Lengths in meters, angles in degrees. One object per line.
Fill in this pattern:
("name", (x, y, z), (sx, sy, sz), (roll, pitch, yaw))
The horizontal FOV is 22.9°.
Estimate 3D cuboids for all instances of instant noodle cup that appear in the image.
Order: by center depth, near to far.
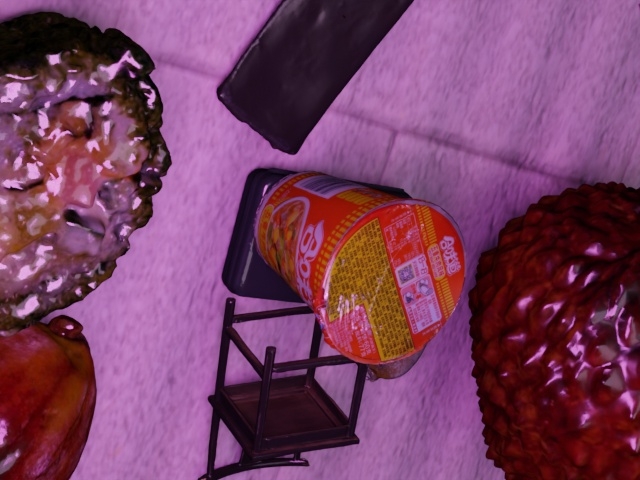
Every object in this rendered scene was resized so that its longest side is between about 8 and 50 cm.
("instant noodle cup", (0.027, 0.013, 1.765), (0.193, 0.212, 0.193), (-12, 114, -28))

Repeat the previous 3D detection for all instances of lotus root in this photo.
("lotus root", (0.105, 0.108, 1.994), (0.088, 0.088, 0.165), (36, 79, -36))

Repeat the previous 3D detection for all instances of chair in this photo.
("chair", (-0.046, 0.202, 1.876), (0.154, 0.141, 0.260), (-5, 119, -26))

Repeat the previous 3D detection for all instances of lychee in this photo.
("lychee", (0.380, 0.115, 1.968), (0.424, 0.424, 0.500), (-1, 122, -32))

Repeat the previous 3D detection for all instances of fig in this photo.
("fig", (-0.353, 0.187, 1.651), (0.263, 0.224, 0.224), (-15, 116, -36))

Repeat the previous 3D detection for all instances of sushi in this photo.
("sushi", (-0.330, -0.061, 1.598), (0.352, 0.178, 0.294), (-22, 120, -22))

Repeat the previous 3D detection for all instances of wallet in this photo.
("wallet", (0.004, -0.241, 1.830), (0.146, 0.030, 0.285), (39, 87, -39))

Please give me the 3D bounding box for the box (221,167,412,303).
("box", (0.000, 0.000, 1.906), (0.230, 0.050, 0.160), (7, 104, -34))
